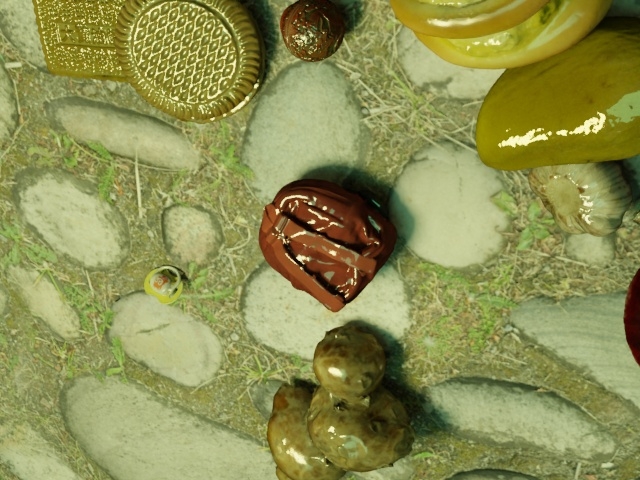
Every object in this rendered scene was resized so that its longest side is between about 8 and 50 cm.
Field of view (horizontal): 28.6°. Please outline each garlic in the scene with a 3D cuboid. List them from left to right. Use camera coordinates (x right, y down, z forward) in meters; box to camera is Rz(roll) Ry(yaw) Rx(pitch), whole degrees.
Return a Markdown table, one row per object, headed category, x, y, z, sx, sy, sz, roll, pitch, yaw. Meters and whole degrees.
| category | x | y | z | sx | sy | sz | roll | pitch | yaw |
| --- | --- | --- | --- | --- | --- | --- | --- | --- | --- |
| garlic | 0.385 | -0.080 | 1.845 | 0.159 | 0.102 | 0.147 | 34 | 136 | 33 |

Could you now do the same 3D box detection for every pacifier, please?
| category | x | y | z | sx | sy | sz | roll | pitch | yaw |
| --- | --- | --- | --- | --- | --- | --- | --- | --- | --- |
| pacifier | -0.284 | 0.086 | 2.330 | 0.083 | 0.068 | 0.064 | 31 | 166 | 27 |

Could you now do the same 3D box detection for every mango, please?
| category | x | y | z | sx | sy | sz | roll | pitch | yaw |
| --- | --- | --- | --- | --- | --- | --- | --- | --- | --- |
| mango | 0.364 | -0.205 | 1.736 | 0.331 | 0.142 | 0.195 | -5 | 82 | 35 |

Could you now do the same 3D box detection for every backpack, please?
| category | x | y | z | sx | sy | sz | roll | pitch | yaw |
| --- | --- | --- | --- | --- | --- | --- | --- | --- | --- |
| backpack | 0.001 | -0.002 | 2.064 | 0.229 | 0.139 | 0.229 | 12 | 126 | 17 |

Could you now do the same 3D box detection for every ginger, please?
| category | x | y | z | sx | sy | sz | roll | pitch | yaw |
| --- | --- | --- | --- | --- | --- | --- | --- | --- | --- |
| ginger | 0.020 | 0.332 | 2.264 | 0.256 | 0.176 | 0.375 | 52 | 132 | 11 |

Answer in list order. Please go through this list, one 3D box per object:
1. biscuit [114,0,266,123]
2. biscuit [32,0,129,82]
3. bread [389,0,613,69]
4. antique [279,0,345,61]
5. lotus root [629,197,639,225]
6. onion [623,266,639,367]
| category | x | y | z | sx | sy | sz | roll | pitch | yaw |
| --- | --- | --- | --- | --- | --- | --- | --- | --- | --- |
| biscuit | -0.206 | -0.301 | 1.995 | 0.259 | 0.079 | 0.259 | 6 | 120 | 10 |
| biscuit | -0.362 | -0.343 | 2.095 | 0.254 | 0.029 | 0.172 | 7 | 123 | 22 |
| bread | 0.221 | -0.362 | 1.675 | 0.315 | 0.211 | 0.270 | -3 | 120 | 31 |
| antique | -0.010 | -0.317 | 1.889 | 0.104 | 0.104 | 0.104 | 13 | 125 | 19 |
| lotus root | 0.495 | -0.054 | 1.853 | 0.037 | 0.030 | 0.083 | 23 | 140 | -30 |
| onion | 0.566 | 0.114 | 1.777 | 0.273 | 0.285 | 0.273 | -1 | 86 | 14 |
